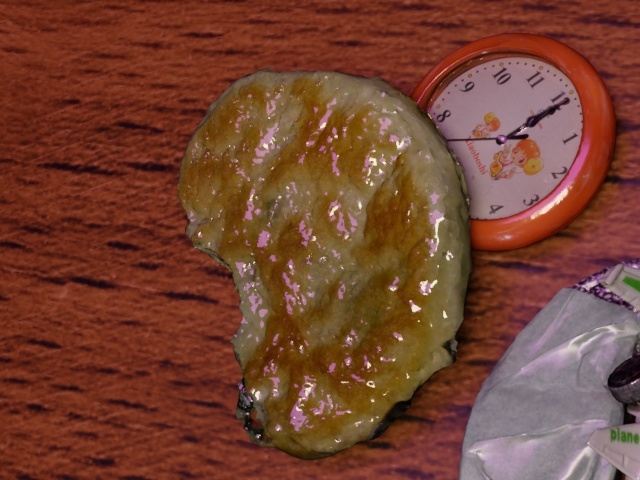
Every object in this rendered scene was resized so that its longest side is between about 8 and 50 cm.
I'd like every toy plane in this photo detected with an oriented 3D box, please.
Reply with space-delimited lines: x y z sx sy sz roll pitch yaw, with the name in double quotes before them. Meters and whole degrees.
"toy plane" 0.277 0.093 0.901 0.255 0.251 0.101 -44 14 -28

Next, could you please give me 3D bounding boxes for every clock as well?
"clock" 0.162 -0.088 1.177 0.205 0.051 0.205 -8 71 25

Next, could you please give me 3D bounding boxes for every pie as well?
"pie" 0.000 0.000 1.182 0.296 0.078 0.371 -30 64 30

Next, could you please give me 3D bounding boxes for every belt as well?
"belt" 0.243 0.170 1.002 0.260 0.122 0.325 11 71 23
